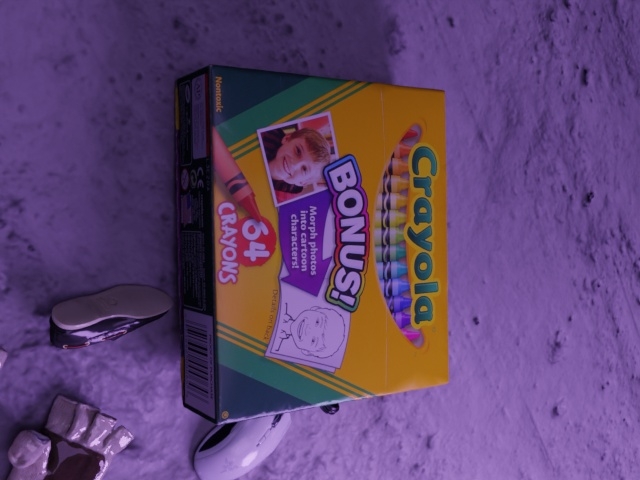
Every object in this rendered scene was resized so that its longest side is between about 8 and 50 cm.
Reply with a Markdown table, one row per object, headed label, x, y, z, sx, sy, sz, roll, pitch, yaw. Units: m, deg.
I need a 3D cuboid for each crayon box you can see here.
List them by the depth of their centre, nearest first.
| label | x | y | z | sx | sy | sz | roll | pitch | yaw |
| --- | --- | --- | --- | --- | --- | --- | --- | --- | --- |
| crayon box | 0.000 | 0.000 | 0.849 | 0.313 | 0.106 | 0.362 | -2 | 93 | -32 |

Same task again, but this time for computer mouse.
| label | x | y | z | sx | sy | sz | roll | pitch | yaw |
| --- | --- | --- | --- | --- | --- | --- | --- | --- | --- |
| computer mouse | -0.065 | 0.226 | 0.893 | 0.193 | 0.042 | 0.106 | -40 | 117 | -22 |

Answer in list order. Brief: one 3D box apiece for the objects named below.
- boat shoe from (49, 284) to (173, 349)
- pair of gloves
| label | x | y | z | sx | sy | sz | roll | pitch | yaw |
| --- | --- | --- | --- | --- | --- | --- | --- | --- | --- |
| boat shoe | -0.219 | 0.080 | 0.774 | 0.133 | 0.049 | 0.042 | -12 | 136 | -40 |
| pair of gloves | -0.328 | 0.221 | 0.721 | 0.240 | 0.042 | 0.204 | 41 | 75 | -30 |
